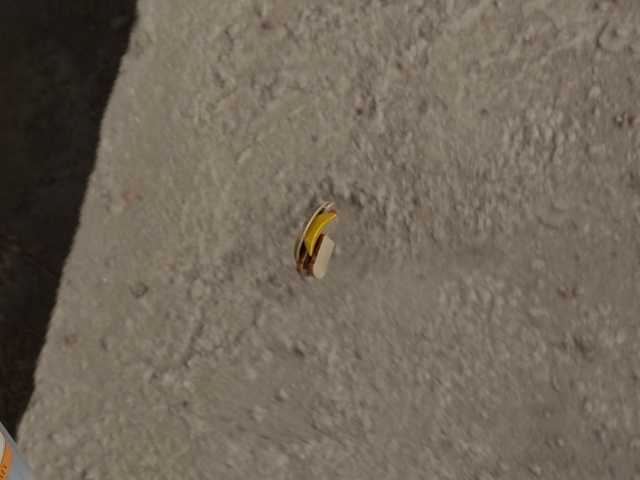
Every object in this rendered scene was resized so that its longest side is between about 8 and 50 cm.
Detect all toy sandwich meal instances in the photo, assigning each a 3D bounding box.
[{"bbox_3d":[0.000,0.000,1.078,0.029,0.085,0.085,26,79,17],"label":"toy sandwich meal"}]

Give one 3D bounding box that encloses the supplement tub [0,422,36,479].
[{"bbox_3d":[-0.425,0.184,0.985,0.194,0.316,0.193,-14,37,11],"label":"supplement tub"}]
